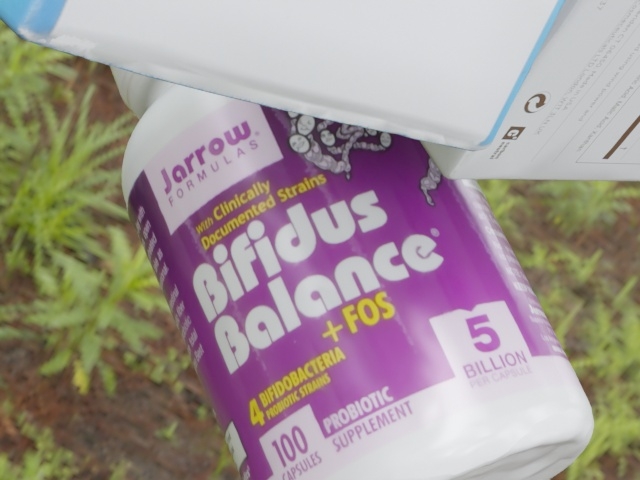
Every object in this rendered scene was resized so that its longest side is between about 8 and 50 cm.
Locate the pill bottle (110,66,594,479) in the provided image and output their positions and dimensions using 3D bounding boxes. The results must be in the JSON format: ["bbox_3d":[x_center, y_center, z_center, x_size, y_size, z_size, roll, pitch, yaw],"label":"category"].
[{"bbox_3d":[0.000,0.000,0.839,0.169,0.169,0.301,-8,64,-40],"label":"pill bottle"}]

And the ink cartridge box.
[{"bbox_3d":[-0.045,-0.189,0.559,0.197,0.198,0.270,9,24,-44],"label":"ink cartridge box"}]

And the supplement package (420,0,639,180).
[{"bbox_3d":[0.163,-0.145,0.753,0.293,0.175,0.177,-2,48,-40],"label":"supplement package"}]
